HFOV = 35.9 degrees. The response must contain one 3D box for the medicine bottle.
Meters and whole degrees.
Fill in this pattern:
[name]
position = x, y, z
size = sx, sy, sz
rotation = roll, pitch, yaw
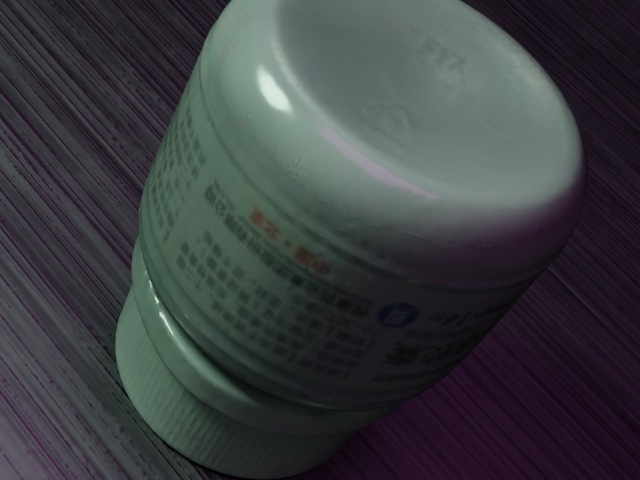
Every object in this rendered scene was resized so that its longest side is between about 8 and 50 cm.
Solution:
[medicine bottle]
position = 0.000, 0.000, 0.660
size = 0.245, 0.306, 0.245
rotation = 17, 45, -17
